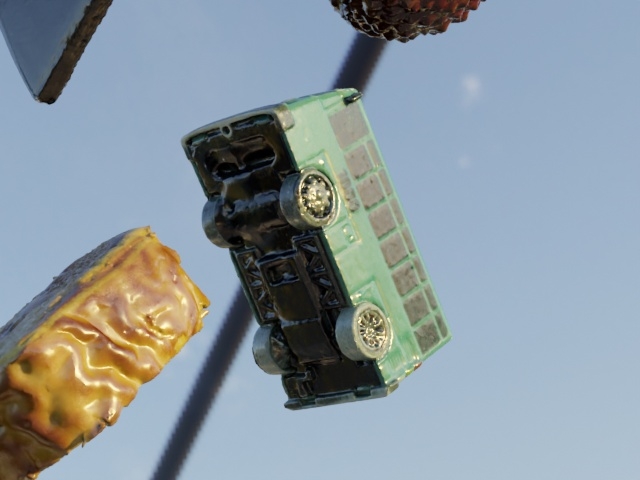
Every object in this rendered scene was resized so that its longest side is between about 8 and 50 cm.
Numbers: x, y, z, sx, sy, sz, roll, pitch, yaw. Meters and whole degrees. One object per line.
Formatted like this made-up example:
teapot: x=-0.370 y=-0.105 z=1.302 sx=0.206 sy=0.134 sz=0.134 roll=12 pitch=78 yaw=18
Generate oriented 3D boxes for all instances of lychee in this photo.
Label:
lychee: x=0.072 y=-0.258 z=1.293 sx=0.188 sy=0.188 sz=0.188 roll=-10 pitch=-23 yaw=-4

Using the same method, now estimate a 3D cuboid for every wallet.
wallet: x=-0.201 y=-0.216 z=1.062 sx=0.025 sy=0.244 sz=0.124 roll=-1 pitch=-41 yaw=-42

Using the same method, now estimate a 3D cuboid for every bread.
bread: x=-0.191 y=0.090 z=1.190 sx=0.181 sy=0.096 sz=0.222 roll=-32 pitch=12 yaw=36

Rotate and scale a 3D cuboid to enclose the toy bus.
toy bus: x=0.000 y=0.000 z=1.349 sx=0.128 sy=0.256 sz=0.147 roll=-13 pitch=12 yaw=41
